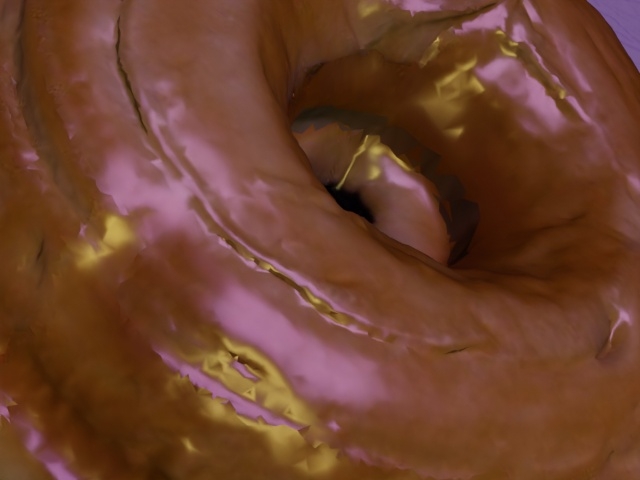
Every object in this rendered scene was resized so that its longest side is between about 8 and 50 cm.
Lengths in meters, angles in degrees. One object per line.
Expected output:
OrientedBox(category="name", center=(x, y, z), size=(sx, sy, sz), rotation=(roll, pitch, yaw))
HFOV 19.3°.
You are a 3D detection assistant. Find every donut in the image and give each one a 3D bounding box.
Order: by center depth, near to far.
OrientedBox(category="donut", center=(0.000, 0.000, 0.830), size=(0.448, 0.198, 0.449), rotation=(21, 46, -24))
